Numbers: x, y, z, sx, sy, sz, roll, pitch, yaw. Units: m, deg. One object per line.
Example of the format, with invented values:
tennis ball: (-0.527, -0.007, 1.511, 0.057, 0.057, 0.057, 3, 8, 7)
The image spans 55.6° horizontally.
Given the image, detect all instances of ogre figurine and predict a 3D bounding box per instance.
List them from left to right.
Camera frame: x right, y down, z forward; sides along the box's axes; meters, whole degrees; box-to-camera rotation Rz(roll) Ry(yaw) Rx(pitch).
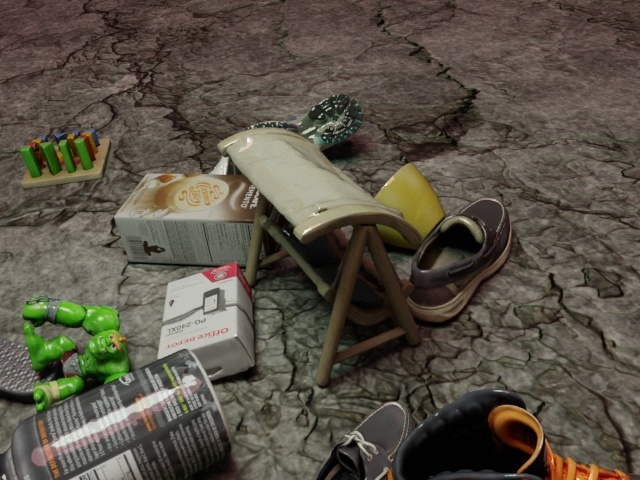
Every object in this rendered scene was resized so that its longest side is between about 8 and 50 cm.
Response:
ogre figurine: (-0.302, 0.152, 0.766, 0.118, 0.097, 0.197, -12, 43, -24)

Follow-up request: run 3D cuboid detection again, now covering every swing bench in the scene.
swing bench: (0.000, 0.000, 0.801, 0.165, 0.255, 0.253, -20, 39, -19)

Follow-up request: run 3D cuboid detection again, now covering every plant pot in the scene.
plant pot: (0.140, -0.041, 0.962, 0.095, 0.134, 0.134, 40, 51, 13)

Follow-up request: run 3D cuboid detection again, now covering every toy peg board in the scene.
toy peg board: (-0.540, -0.192, 1.278, 0.161, 0.079, 0.161, -9, 37, -5)

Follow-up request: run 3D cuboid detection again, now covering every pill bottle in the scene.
pill bottle: (-0.228, 0.221, 0.639, 0.245, 0.131, 0.130, -22, 39, -22)

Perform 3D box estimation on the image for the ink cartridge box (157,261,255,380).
ink cartridge box: (-0.151, 0.111, 0.818, 0.109, 0.063, 0.151, -17, 36, 4)

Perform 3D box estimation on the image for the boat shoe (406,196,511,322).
boat shoe: (0.213, 0.005, 0.901, 0.102, 0.093, 0.285, 20, 44, 31)

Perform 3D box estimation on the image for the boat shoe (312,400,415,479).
boat shoe: (0.042, 0.237, 0.635, 0.075, 0.065, 0.206, 18, 43, 29)

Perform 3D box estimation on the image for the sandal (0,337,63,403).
sandal: (-0.466, 0.164, 0.823, 0.254, 0.055, 0.097, 19, 49, 15)

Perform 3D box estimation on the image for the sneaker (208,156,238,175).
sneaker: (-0.194, -0.112, 1.133, 0.061, 0.054, 0.152, -5, 48, 17)

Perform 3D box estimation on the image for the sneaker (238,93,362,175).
sneaker: (-0.048, -0.197, 1.224, 0.282, 0.110, 0.122, -19, 2, 2)

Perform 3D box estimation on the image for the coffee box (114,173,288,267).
coffee box: (-0.188, -0.037, 1.005, 0.246, 0.098, 0.141, 2, 37, 10)

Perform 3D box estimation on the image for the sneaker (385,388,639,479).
sneaker: (0.215, 0.226, 0.530, 0.320, 0.180, 0.125, -2, 37, 5)
